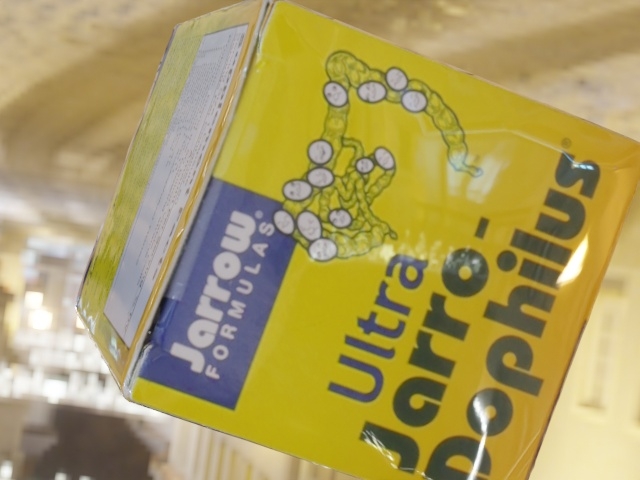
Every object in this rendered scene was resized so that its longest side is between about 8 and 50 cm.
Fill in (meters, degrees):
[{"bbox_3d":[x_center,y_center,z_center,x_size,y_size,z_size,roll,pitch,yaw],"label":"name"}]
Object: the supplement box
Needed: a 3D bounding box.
[{"bbox_3d":[0.000,0.000,1.033,0.195,0.194,0.356,20,-179,-11],"label":"supplement box"}]
